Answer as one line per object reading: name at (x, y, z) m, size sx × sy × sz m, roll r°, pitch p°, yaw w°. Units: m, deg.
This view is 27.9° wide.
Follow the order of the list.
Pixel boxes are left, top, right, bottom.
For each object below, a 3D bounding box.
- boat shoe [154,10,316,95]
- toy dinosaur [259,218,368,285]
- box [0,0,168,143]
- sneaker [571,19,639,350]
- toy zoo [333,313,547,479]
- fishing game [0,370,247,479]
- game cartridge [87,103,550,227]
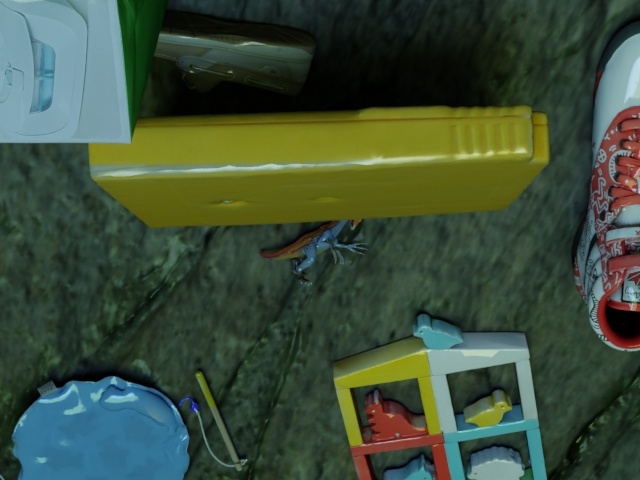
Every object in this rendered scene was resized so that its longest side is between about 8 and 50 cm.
boat shoe at (-0.091, -0.149, 1.060) m, size 0.170 × 0.063 × 0.059 m, roll 7°, pitch 117°, yaw -5°
toy dinosaur at (0.000, 0.000, 1.172) m, size 0.090 × 0.047 × 0.082 m, roll 25°, pitch 102°, yaw -3°
box at (-0.237, -0.184, 0.920) m, size 0.231 × 0.262 × 0.127 m, roll -1°, pitch 123°, yaw 0°
sneaker at (0.273, -0.037, 1.082) m, size 0.090 × 0.145 × 0.270 m, roll 3°, pitch 123°, yaw -2°
toy zoo at (0.125, 0.194, 1.302) m, size 0.192 × 0.030 × 0.293 m, roll -10°, pitch 122°, yaw 7°
fishing game at (-0.224, 0.209, 1.310) m, size 0.264 × 0.041 × 0.189 m, roll -21°, pitch 121°, yaw 4°
game cartridge at (0.003, -0.056, 1.015) m, size 0.323 × 0.285 × 0.053 m, roll -4°, pitch 84°, yaw 0°
